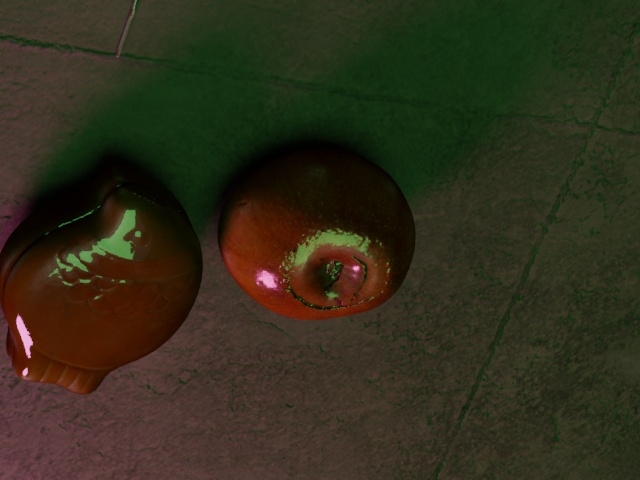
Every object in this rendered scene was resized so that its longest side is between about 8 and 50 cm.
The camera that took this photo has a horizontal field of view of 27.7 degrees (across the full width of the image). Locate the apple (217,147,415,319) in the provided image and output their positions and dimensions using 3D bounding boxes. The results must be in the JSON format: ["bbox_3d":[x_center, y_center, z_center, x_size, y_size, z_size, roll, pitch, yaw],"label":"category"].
[{"bbox_3d":[0.000,0.000,1.547,0.235,0.173,0.210,-18,128,-9],"label":"apple"}]

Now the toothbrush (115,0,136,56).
[{"bbox_3d":[-0.203,-0.241,1.400,0.008,0.006,0.097,9,119,-32],"label":"toothbrush"}]

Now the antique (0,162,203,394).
[{"bbox_3d":[-0.257,0.041,1.494,0.223,0.129,0.278,14,116,-31],"label":"antique"}]
